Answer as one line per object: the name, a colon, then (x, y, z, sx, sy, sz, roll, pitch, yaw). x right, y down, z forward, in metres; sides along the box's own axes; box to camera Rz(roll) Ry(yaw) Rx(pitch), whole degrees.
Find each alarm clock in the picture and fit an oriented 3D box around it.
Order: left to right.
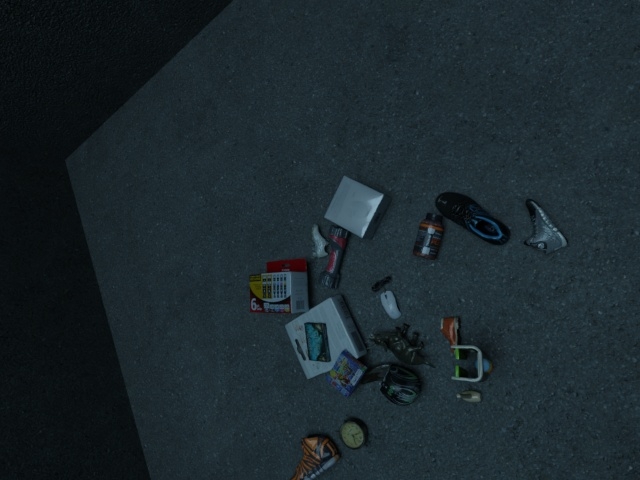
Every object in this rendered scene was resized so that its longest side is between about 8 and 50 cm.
alarm clock: (0.172, 0.919, 1.871, 0.192, 0.064, 0.129, 37, 103, 26)

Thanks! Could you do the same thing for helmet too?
helmet: (0.352, 0.632, 1.732, 0.162, 0.169, 0.169, 25, 98, 18)

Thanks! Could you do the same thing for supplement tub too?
supplement tub: (0.477, -0.020, 1.750, 0.106, 0.106, 0.197, 16, 94, 27)

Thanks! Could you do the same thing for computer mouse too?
computer mouse: (0.314, 0.271, 1.850, 0.106, 0.042, 0.192, -30, 74, 21)

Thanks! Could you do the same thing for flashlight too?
flashlight: (0.058, 0.080, 1.963, 0.103, 0.103, 0.303, 24, 100, 53)

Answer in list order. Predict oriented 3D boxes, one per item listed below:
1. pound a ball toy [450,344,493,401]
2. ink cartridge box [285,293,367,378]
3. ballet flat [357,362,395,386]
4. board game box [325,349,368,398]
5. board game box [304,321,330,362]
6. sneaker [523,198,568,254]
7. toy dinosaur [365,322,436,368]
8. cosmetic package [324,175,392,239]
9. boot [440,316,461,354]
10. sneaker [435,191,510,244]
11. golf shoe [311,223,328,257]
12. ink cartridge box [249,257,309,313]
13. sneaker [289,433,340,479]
pound a ball toy: (0.602, 0.528, 1.561, 0.136, 0.319, 0.208, -5, 70, 26)
ink cartridge box: (0.017, 0.486, 1.987, 0.385, 0.091, 0.308, -38, 71, 38)
ballet flat: (0.252, 0.622, 1.858, 0.250, 0.058, 0.084, -25, 88, 20)
board game box: (0.119, 0.618, 1.847, 0.136, 0.035, 0.201, 36, 123, 19)
board game box: (-0.016, 0.493, 1.939, 0.126, 0.026, 0.186, -9, 89, 41)
sneaker: (0.847, -0.045, 1.576, 0.132, 0.086, 0.228, -37, 72, 23)
toy dinosaur: (0.373, 0.478, 1.786, 0.314, 0.121, 0.160, 31, 113, 21)
cosmetic package: (0.177, -0.155, 1.893, 0.225, 0.138, 0.223, 31, 101, 24)
boot: (0.556, 0.407, 1.714, 0.085, 0.059, 0.157, -5, 76, 30)
sneaker: (0.626, -0.105, 1.660, 0.341, 0.140, 0.125, 36, 106, 26)
golf shoe: (0.000, 0.000, 2.027, 0.086, 0.069, 0.176, -5, 87, 7)
ink cartridge box: (-0.217, 0.231, 2.040, 0.310, 0.130, 0.271, -8, 81, 40)
sneaker: (-0.065, 1.072, 1.964, 0.321, 0.125, 0.180, -41, 66, 8)
